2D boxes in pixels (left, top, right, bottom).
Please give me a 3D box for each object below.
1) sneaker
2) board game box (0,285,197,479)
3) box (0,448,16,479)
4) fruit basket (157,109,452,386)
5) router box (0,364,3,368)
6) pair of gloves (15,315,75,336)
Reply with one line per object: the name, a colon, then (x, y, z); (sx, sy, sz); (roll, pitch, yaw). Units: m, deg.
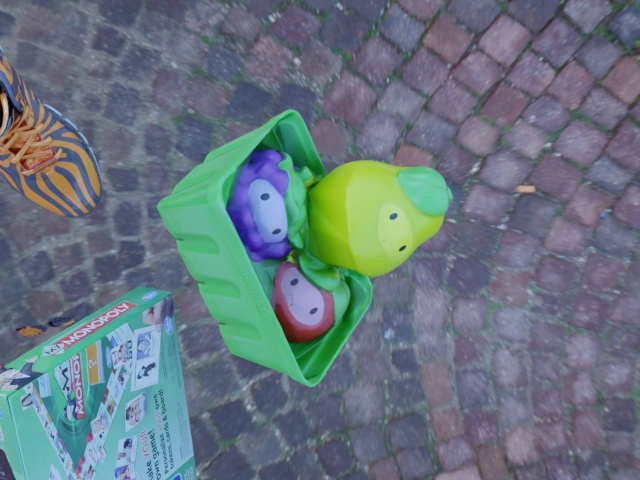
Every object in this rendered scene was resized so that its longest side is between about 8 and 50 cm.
sneaker: (-0.384, -0.128, 1.201); (0.124, 0.180, 0.321); (-37, 121, 1)
board game box: (-0.204, 0.230, 0.928); (0.046, 0.213, 0.317); (10, 116, 30)
box: (-0.290, 0.249, 0.638); (0.168, 0.167, 0.203); (-44, 54, 7)
fruit basket: (0.000, 0.000, 1.449); (0.392, 0.283, 0.392); (17, 132, 20)
router box: (-0.494, 0.313, 1.229); (0.335, 0.082, 0.301); (-39, 102, 3)
pair of gloves: (-0.443, 0.139, 1.574); (0.083, 0.074, 0.010); (-19, 77, 4)
